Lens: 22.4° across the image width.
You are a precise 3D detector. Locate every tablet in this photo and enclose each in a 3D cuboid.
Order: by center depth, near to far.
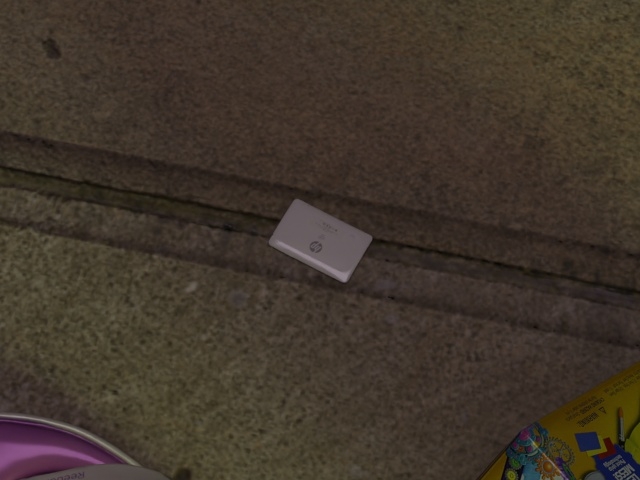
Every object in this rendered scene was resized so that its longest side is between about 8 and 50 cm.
[{"bbox_3d":[0.000,0.000,1.492,0.083,0.006,0.054,27,69,12],"label":"tablet"}]

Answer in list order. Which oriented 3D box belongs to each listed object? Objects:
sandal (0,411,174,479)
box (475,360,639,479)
[{"bbox_3d":[-0.173,0.250,1.328,0.416,0.102,0.169,24,68,11],"label":"sandal"},{"bbox_3d":[0.271,0.252,1.214,0.279,0.177,0.290,47,36,18],"label":"box"}]
